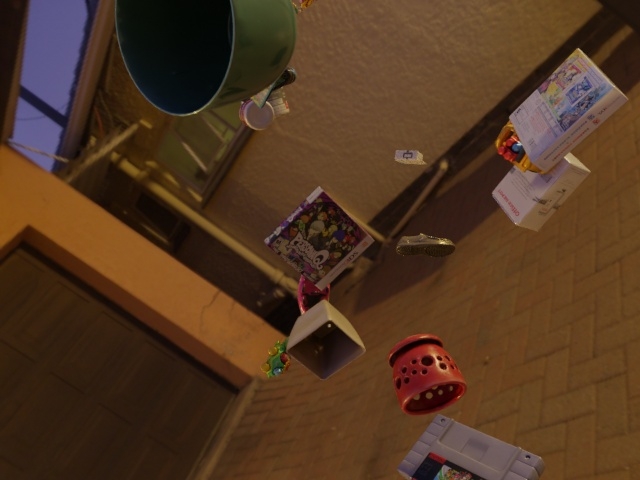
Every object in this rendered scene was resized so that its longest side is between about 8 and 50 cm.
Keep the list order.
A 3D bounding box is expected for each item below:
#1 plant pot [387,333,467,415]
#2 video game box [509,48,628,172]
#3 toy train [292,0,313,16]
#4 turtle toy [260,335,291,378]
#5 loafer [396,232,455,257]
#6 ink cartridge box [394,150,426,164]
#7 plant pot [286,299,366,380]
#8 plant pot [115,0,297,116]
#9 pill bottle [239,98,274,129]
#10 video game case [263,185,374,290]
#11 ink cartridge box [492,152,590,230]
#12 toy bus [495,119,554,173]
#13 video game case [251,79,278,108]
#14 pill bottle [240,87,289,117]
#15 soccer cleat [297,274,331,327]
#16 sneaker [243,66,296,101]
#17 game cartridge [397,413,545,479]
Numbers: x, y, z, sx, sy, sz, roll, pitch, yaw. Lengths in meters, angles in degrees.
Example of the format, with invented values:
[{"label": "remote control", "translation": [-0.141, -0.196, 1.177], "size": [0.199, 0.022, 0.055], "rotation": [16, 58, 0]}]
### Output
[{"label": "plant pot", "translation": [0.293, 0.375, 1.528], "size": [0.191, 0.191, 0.174], "rotation": [-49, 40, 29]}, {"label": "video game box", "translation": [0.471, -0.256, 1.053], "size": [0.187, 0.048, 0.205], "rotation": [-51, 20, 34]}, {"label": "toy train", "translation": [-0.080, -0.700, 1.562], "size": [0.166, 0.046, 0.125], "rotation": [-26, -7, 39]}, {"label": "turtle toy", "translation": [-0.109, 0.320, 1.483], "size": [0.130, 0.066, 0.095], "rotation": [-64, -10, -6]}, {"label": "loafer", "translation": [0.266, 0.008, 1.367], "size": [0.056, 0.148, 0.050], "rotation": [86, -172, -51]}, {"label": "ink cartridge box", "translation": [0.261, -0.238, 1.547], "size": [0.048, 0.083, 0.028], "rotation": [16, -98, -59]}, {"label": "plant pot", "translation": [0.007, 0.180, 1.034], "size": [0.109, 0.109, 0.096], "rotation": [-38, 28, 16]}, {"label": "plant pot", "translation": [-0.181, -0.386, 0.979], "size": [0.235, 0.293, 0.293], "rotation": [-26, -17, -50]}, {"label": "pill bottle", "translation": [-0.189, -0.366, 1.562], "size": [0.086, 0.086, 0.152], "rotation": [-53, 22, 2]}, {"label": "video game case", "translation": [0.000, 0.000, 1.470], "size": [0.210, 0.232, 0.042], "rotation": [-44, 31, 6]}, {"label": "ink cartridge box", "translation": [0.788, -0.207, 1.955], "size": [0.283, 0.117, 0.207], "rotation": [-58, 32, 30]}, {"label": "toy bus", "translation": [0.668, -0.327, 1.817], "size": [0.220, 0.212, 0.149], "rotation": [56, 142, 37]}, {"label": "video game case", "translation": [-0.160, -0.387, 1.266], "size": [0.015, 0.119, 0.166], "rotation": [-44, 6, -19]}, {"label": "pill bottle", "translation": [-0.226, -0.569, 1.921], "size": [0.161, 0.283, 0.161], "rotation": [-16, 14, 4]}, {"label": "soccer cleat", "translation": [-0.027, 0.243, 1.910], "size": [0.143, 0.116, 0.330], "rotation": [-160, 65, -75]}, {"label": "sneaker", "translation": [-0.164, -0.465, 1.593], "size": [0.188, 0.067, 0.078], "rotation": [-18, 9, 14]}, {"label": "game cartridge", "translation": [0.405, 0.634, 1.503], "size": [0.230, 0.068, 0.355], "rotation": [-39, 25, -28]}]
